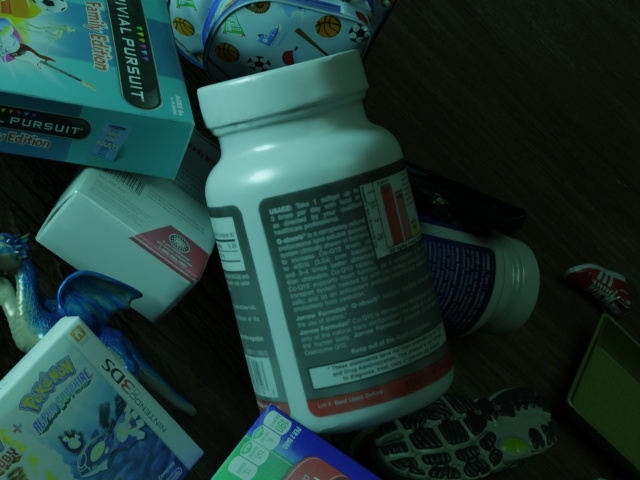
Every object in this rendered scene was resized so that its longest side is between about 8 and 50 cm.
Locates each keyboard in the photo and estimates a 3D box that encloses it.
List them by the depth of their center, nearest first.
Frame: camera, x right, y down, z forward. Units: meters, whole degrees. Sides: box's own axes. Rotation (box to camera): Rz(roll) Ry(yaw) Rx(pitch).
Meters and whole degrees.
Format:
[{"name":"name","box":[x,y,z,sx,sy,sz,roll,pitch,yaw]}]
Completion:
[{"name":"keyboard","box":[0.086,-0.075,1.608,0.317,0.033,0.201,23,12,17]}]

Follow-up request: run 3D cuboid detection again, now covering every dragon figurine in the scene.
[{"name":"dragon figurine","box":[-0.233,0.085,1.356,0.289,0.085,0.144,18,53,-27]}]

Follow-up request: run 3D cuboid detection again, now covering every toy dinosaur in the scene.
[{"name":"toy dinosaur","box":[0.014,0.255,1.464,0.118,0.064,0.268,45,40,-18]}]

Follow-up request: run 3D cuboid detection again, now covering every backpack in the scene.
[{"name":"backpack","box":[-0.056,-0.284,1.631,0.263,0.276,0.213,20,44,-10]}]

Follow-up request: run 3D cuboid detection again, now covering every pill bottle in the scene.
[{"name":"pill bottle","box":[0.000,0.000,1.393,0.210,0.210,0.363,-20,100,-44]},{"name":"pill bottle","box":[0.125,0.036,1.624,0.264,0.153,0.153,12,56,-32]}]

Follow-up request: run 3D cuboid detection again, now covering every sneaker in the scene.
[{"name":"sneaker","box":[0.161,0.243,1.548,0.275,0.110,0.107,2,52,-42]},{"name":"sneaker","box":[0.391,0.073,1.889,0.118,0.042,0.067,13,52,-35]}]

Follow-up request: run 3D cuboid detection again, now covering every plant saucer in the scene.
[{"name":"plant saucer","box":[0.403,0.221,1.801,0.188,0.045,0.188,43,44,-8]}]

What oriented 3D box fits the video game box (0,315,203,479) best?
[{"name":"video game box","box":[-0.235,0.204,1.237,0.187,0.048,0.205,49,63,-16]}]

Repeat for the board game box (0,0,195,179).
[{"name":"board game box","box":[-0.314,-0.194,1.385,0.336,0.079,0.254,8,39,-23]}]

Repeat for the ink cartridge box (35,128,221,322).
[{"name":"ink cartridge box","box":[-0.187,-0.041,1.443,0.158,0.092,0.218,37,35,-14]}]

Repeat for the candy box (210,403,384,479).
[{"name":"candy box","box":[0.000,0.354,1.264,0.317,0.122,0.268,34,52,6]}]

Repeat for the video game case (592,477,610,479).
[{"name":"video game case","box":[0.422,0.406,1.712,0.173,0.022,0.190,17,53,-30]}]
